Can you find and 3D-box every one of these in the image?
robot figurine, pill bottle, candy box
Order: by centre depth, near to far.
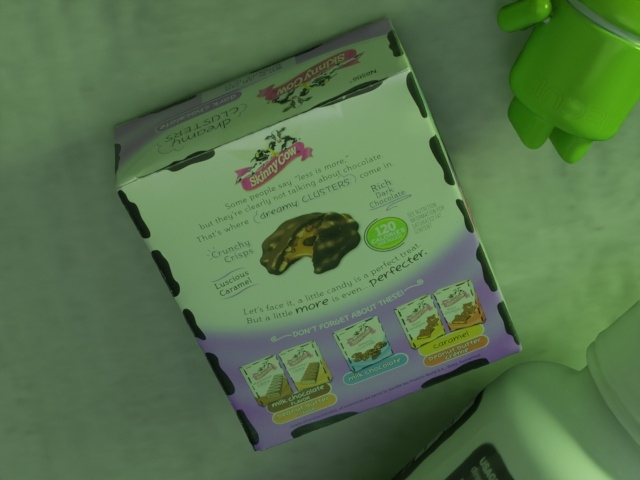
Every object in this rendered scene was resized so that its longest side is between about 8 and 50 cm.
[{"bbox_3d":[0.143,-0.099,0.899,0.101,0.067,0.115,18,117,-19],"label":"robot figurine"},{"bbox_3d":[0.000,0.000,0.938,0.165,0.070,0.196,-21,122,5],"label":"candy box"},{"bbox_3d":[0.123,0.184,1.005,0.176,0.176,0.318,34,112,-25],"label":"pill bottle"}]
